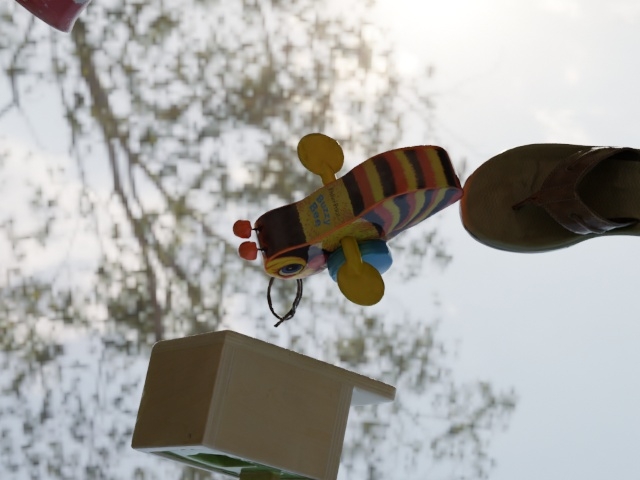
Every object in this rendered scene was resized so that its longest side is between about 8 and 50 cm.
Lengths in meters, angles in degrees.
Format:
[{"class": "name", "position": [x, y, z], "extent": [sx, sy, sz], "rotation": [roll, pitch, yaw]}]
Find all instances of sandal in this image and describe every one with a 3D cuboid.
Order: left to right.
[{"class": "sandal", "position": [0.294, -0.054, 1.459], "extent": [0.302, 0.120, 0.086], "rotation": [-3, 167, 10]}]

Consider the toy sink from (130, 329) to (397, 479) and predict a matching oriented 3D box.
[{"class": "toy sink", "position": [-0.058, 0.195, 1.500], "extent": [0.234, 0.131, 0.153], "rotation": [22, 160, -32]}]

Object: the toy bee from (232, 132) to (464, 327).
[{"class": "toy bee", "position": [0.000, 0.000, 1.464], "extent": [0.162, 0.298, 0.195], "rotation": [10, -147, -45]}]

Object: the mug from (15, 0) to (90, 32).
[{"class": "mug", "position": [-0.185, -0.265, 1.038], "extent": [0.150, 0.169, 0.113], "rotation": [48, -171, 20]}]
